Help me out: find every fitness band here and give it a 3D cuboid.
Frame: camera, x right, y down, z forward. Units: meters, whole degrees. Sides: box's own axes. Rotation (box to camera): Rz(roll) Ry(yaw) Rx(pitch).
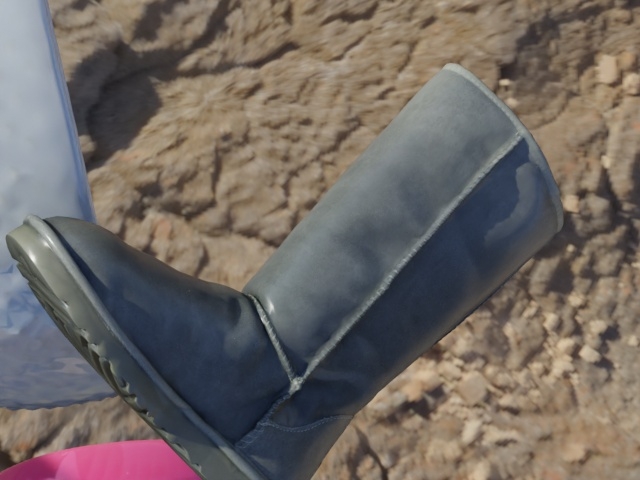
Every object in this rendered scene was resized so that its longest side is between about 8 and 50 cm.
[{"bbox_3d":[-0.150,0.219,0.907,0.209,0.291,0.054,-1,62,-15],"label":"fitness band"}]

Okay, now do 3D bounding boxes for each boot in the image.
[{"bbox_3d":[-0.002,-0.001,0.505,0.208,0.076,0.189,-44,125,-11],"label":"boot"}]

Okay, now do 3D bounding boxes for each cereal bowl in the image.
[{"bbox_3d":[-0.200,-0.071,0.618,0.141,0.339,0.339,-12,98,-9],"label":"cereal bowl"}]
